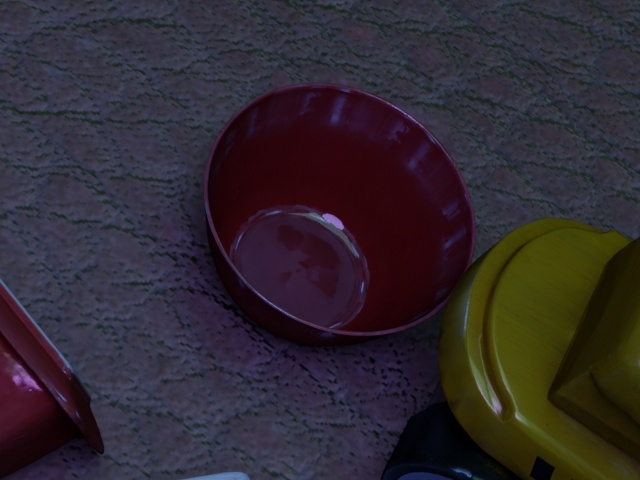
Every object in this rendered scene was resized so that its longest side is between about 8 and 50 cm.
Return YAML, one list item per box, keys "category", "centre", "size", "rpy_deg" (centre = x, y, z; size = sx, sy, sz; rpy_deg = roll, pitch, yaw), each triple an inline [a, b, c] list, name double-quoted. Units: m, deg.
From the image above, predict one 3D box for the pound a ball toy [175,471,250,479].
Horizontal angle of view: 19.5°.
- category: "pound a ball toy"
  centre: [-0.092, 0.254, 0.899]
  size: [0.136, 0.319, 0.208]
  rpy_deg: [-9, 66, -24]

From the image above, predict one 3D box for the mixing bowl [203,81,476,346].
- category: "mixing bowl"
  centre: [0.000, 0.000, 1.209]
  size: [0.181, 0.098, 0.181]
  rpy_deg: [9, 59, -15]

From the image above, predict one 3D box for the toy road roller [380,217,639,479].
- category: "toy road roller"
  centre: [0.219, 0.119, 1.126]
  size: [0.329, 0.240, 0.202]
  rpy_deg: [35, 56, -7]

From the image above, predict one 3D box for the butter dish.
- category: "butter dish"
  centre: [-0.213, 0.082, 1.072]
  size: [0.118, 0.160, 0.160]
  rpy_deg: [-39, 79, -10]
